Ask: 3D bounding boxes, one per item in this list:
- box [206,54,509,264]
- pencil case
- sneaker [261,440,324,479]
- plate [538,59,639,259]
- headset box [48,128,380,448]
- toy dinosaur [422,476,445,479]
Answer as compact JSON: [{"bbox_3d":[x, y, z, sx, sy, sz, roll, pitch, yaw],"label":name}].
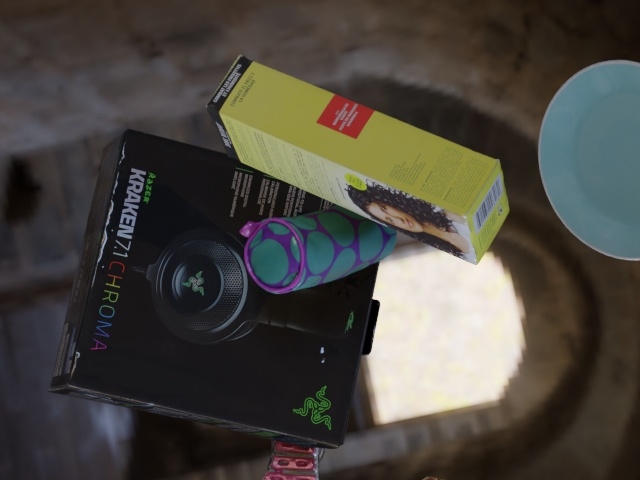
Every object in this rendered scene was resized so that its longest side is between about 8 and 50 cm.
[{"bbox_3d":[0.028,-0.063,1.537,0.058,0.232,0.087,-57,155,-18],"label":"box"},{"bbox_3d":[0.000,0.000,1.699,0.070,0.064,0.152,53,32,13],"label":"pencil case"},{"bbox_3d":[-0.027,0.234,2.048,0.075,0.063,0.170,61,37,-78],"label":"sneaker"},{"bbox_3d":[0.286,-0.075,1.847,0.024,0.188,0.188,-17,96,-50],"label":"plate"},{"bbox_3d":[-0.085,0.053,1.874,0.131,0.283,0.246,161,-58,-73],"label":"headset box"},{"bbox_3d":[0.111,0.365,1.790,0.218,0.164,0.322,-101,168,-53],"label":"toy dinosaur"}]
